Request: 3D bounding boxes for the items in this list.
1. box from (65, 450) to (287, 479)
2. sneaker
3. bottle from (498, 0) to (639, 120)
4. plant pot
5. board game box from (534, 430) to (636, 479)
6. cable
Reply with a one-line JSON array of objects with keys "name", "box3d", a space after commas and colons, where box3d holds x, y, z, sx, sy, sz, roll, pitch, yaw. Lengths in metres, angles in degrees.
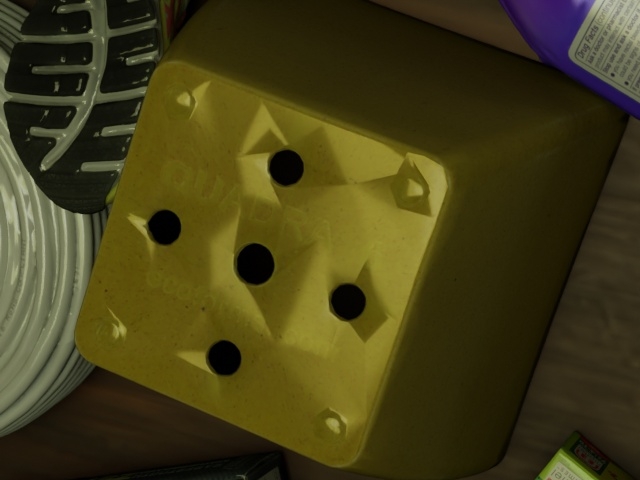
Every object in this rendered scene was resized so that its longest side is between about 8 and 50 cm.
[{"name": "box", "box3d": [-0.090, 0.242, 0.974, 0.183, 0.059, 0.232, -10, 94, 21]}, {"name": "sneaker", "box3d": [-0.098, -0.112, 0.899, 0.081, 0.094, 0.208, 3, 80, 20]}, {"name": "bottle", "box3d": [0.151, -0.122, 0.828, 0.283, 0.092, 0.118, 33, 101, 12]}, {"name": "plant pot", "box3d": [0.000, 0.000, 0.845, 0.212, 0.187, 0.212, 22, 104, 15]}, {"name": "board game box", "box3d": [0.109, 0.198, 0.910, 0.092, 0.043, 0.181, 39, 107, 10]}, {"name": "cable", "box3d": [-0.226, -0.010, 0.971, 0.257, 0.089, 0.257, -15, 92, 20]}]
